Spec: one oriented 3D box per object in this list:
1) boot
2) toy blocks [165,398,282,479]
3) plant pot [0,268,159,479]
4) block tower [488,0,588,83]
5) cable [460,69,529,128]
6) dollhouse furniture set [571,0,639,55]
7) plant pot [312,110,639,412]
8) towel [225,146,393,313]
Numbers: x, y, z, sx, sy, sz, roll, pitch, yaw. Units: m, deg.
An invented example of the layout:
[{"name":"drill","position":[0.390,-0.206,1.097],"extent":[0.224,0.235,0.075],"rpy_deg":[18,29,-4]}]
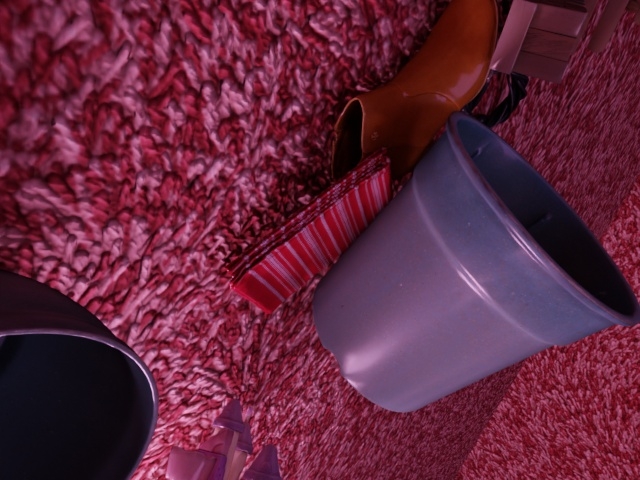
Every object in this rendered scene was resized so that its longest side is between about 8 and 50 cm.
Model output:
[{"name":"boot","position":[0.127,-0.209,0.704],"extent":[0.211,0.104,0.295],"rpy_deg":[-17,136,-42]},{"name":"toy blocks","position":[-0.187,0.368,0.784],"extent":[0.288,0.309,0.260],"rpy_deg":[78,23,-62]},{"name":"plant pot","position":[-0.310,0.133,0.400],"extent":[0.293,0.196,0.293],"rpy_deg":[-30,140,-29]},{"name":"block tower","position":[0.336,-0.320,0.756],"extent":[0.335,0.097,0.091],"rpy_deg":[-47,153,-52]},{"name":"cable","position":[0.323,-0.262,0.934],"extent":[0.150,0.047,0.184],"rpy_deg":[-46,150,-2]},{"name":"dollhouse furniture set","position":[0.567,-0.447,1.009],"extent":[0.151,0.144,0.123],"rpy_deg":[-43,152,-41]},{"name":"plant pot","position":[0.184,0.058,0.719],"extent":[0.341,0.341,0.334],"rpy_deg":[2,141,-51]},{"name":"towel","position":[0.000,0.000,0.733],"extent":[0.275,0.031,0.199],"rpy_deg":[-38,158,-6]}]
